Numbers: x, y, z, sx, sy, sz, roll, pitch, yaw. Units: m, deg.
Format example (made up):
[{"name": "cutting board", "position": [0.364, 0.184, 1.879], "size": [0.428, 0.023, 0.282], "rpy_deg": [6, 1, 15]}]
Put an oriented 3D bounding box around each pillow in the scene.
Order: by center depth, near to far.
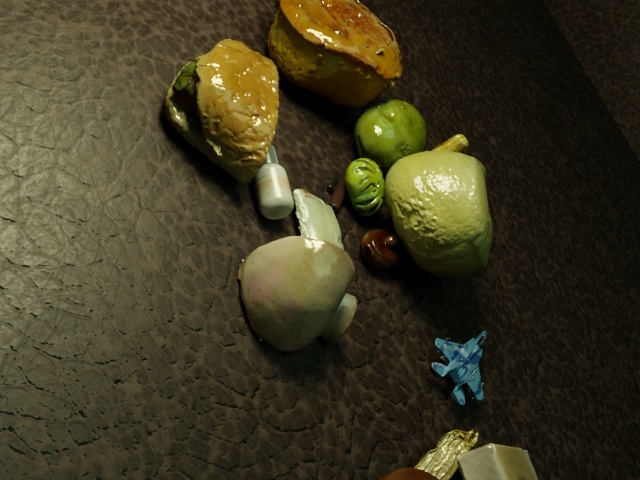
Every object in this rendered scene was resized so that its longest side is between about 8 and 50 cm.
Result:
[{"name": "pillow", "position": [0.000, 0.000, 1.665], "size": [0.128, 0.051, 0.229], "rpy_deg": [22, 47, -44]}]

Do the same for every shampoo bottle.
[{"name": "shampoo bottle", "position": [-0.109, -0.139, 1.645], "size": [0.074, 0.074, 0.192], "rpy_deg": [11, 54, -41]}]

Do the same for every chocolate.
[{"name": "chocolate", "position": [0.297, -0.193, 1.989], "size": [0.086, 0.219, 0.085], "rpy_deg": [23, 46, -27]}]

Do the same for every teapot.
[{"name": "teapot", "position": [0.143, 0.016, 1.776], "size": [0.129, 0.078, 0.098], "rpy_deg": [-10, 68, -49]}]

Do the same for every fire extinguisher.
[{"name": "fire extinguisher", "position": [0.043, -0.125, 1.831], "size": [0.049, 0.035, 0.173], "rpy_deg": [12, 39, 11]}]

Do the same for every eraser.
[{"name": "eraser", "position": [0.373, 0.487, 1.542], "size": [0.343, 0.078, 0.144], "rpy_deg": [30, 38, -60]}]

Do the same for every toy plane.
[{"name": "toy plane", "position": [0.331, 0.268, 1.772], "size": [0.169, 0.078, 0.246], "rpy_deg": [51, 31, -1]}]

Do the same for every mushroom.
[{"name": "mushroom", "position": [-0.022, 0.112, 1.452], "size": [0.236, 0.173, 0.162], "rpy_deg": [33, 43, -23]}]

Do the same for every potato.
[{"name": "potato", "position": [0.177, -0.264, 1.977], "size": [0.253, 0.148, 0.186], "rpy_deg": [-13, 74, -53]}]

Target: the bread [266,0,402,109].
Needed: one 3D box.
[{"name": "bread", "position": [0.027, -0.487, 1.940], "size": [0.358, 0.204, 0.337], "rpy_deg": [22, 31, -23]}]

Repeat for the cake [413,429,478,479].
[{"name": "cake", "position": [0.238, 0.450, 1.557], "size": [0.080, 0.116, 0.185], "rpy_deg": [35, 66, 12]}]

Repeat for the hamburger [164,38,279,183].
[{"name": "hamburger", "position": [-0.210, -0.293, 1.596], "size": [0.209, 0.162, 0.330], "rpy_deg": [21, 52, -36]}]

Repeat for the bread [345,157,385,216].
[{"name": "bread", "position": [0.111, -0.126, 1.832], "size": [0.130, 0.071, 0.139], "rpy_deg": [-27, 109, -65]}]

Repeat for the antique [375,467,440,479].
[{"name": "antique", "position": [0.160, 0.515, 1.347], "size": [0.278, 0.129, 0.223], "rpy_deg": [1, 60, -46]}]

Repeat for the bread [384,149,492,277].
[{"name": "bread", "position": [0.280, -0.063, 1.825], "size": [0.320, 0.237, 0.320], "rpy_deg": [-9, 90, -74]}]
